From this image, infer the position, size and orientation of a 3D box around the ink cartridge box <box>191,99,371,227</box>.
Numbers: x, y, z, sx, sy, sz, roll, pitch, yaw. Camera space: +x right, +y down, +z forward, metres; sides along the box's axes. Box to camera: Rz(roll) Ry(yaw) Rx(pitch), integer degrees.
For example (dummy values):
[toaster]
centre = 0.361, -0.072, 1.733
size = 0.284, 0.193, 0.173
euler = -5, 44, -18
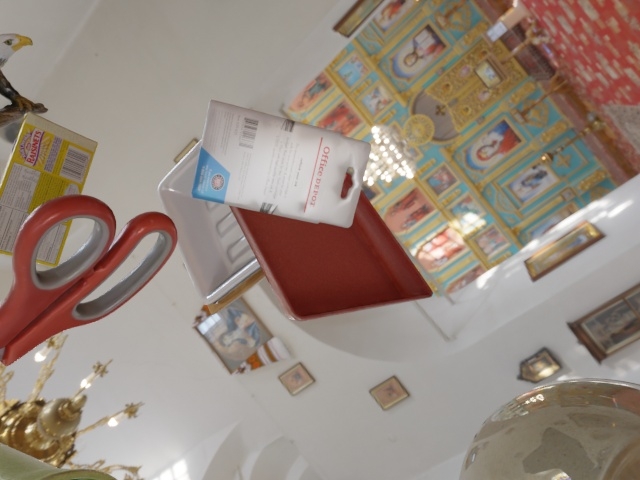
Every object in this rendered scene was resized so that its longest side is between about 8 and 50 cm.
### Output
[ink cartridge box]
centre = -0.045, -0.083, 0.561
size = 0.180, 0.104, 0.060
euler = 12, -170, -15

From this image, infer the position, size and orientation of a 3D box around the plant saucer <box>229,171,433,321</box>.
[plant saucer]
centre = 0.000, 0.000, 0.697
size = 0.259, 0.048, 0.258
euler = -3, -129, -42

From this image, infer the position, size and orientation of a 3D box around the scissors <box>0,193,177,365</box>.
[scissors]
centre = -0.218, 0.083, 0.334
size = 0.021, 0.297, 0.109
euler = 44, -178, 26

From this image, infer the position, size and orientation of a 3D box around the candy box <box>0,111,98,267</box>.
[candy box]
centre = -0.410, -0.072, 0.734
size = 0.105, 0.027, 0.206
euler = 24, -108, -41

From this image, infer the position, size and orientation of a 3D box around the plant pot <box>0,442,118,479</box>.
[plant pot]
centre = -0.432, 0.384, 0.640
size = 0.276, 0.253, 0.276
euler = -23, -62, -53

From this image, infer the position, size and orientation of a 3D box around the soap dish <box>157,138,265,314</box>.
[soap dish]
centre = -0.163, -0.044, 0.925
size = 0.118, 0.229, 0.291
euler = 5, -127, -57

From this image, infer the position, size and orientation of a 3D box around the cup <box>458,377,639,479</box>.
[cup]
centre = 0.311, 0.280, 0.476
size = 0.237, 0.331, 0.331
euler = 72, 173, -62

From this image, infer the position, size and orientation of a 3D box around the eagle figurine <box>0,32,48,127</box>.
[eagle figurine]
centre = -0.549, -0.318, 0.768
size = 0.226, 0.225, 0.298
euler = -132, 24, -56
